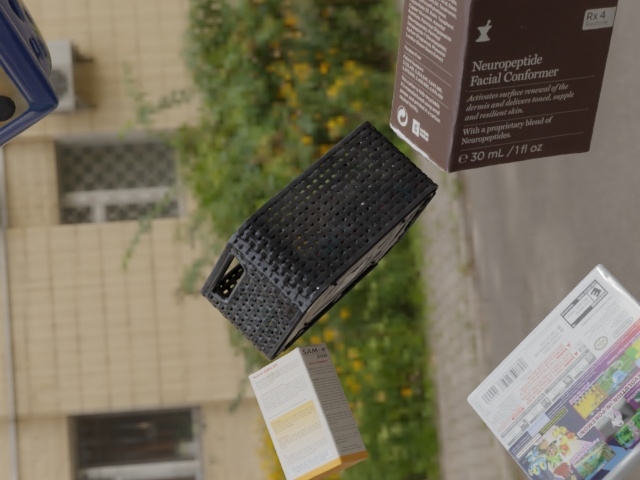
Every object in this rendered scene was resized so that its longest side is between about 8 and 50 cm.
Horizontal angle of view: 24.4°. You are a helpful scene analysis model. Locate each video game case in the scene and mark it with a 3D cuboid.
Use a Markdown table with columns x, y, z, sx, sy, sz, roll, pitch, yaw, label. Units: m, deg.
| x | y | z | sx | sy | sz | roll | pitch | yaw | label |
| --- | --- | --- | --- | --- | --- | --- | --- | --- | --- |
| 0.267 | 0.152 | 1.481 | 0.023 | 0.201 | 0.183 | 32 | -165 | -49 | video game case |

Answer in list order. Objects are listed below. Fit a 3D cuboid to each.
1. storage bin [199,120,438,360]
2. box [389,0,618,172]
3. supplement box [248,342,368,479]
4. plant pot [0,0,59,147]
| x | y | z | sx | sy | sz | roll | pitch | yaw | label |
| --- | --- | --- | --- | --- | --- | --- | --- | --- | --- |
| 0.000 | 0.000 | 1.213 | 0.084 | 0.180 | 0.122 | 43 | 144 | 6 | storage bin |
| 0.202 | -0.273 | 1.533 | 0.143 | 0.191 | 0.381 | 45 | 138 | 51 | box |
| -0.010 | 0.138 | 1.170 | 0.062 | 0.036 | 0.098 | -32 | 73 | 37 | supplement box |
| -0.331 | -0.142 | 1.049 | 0.236 | 0.236 | 0.212 | 60 | 173 | -30 | plant pot |
